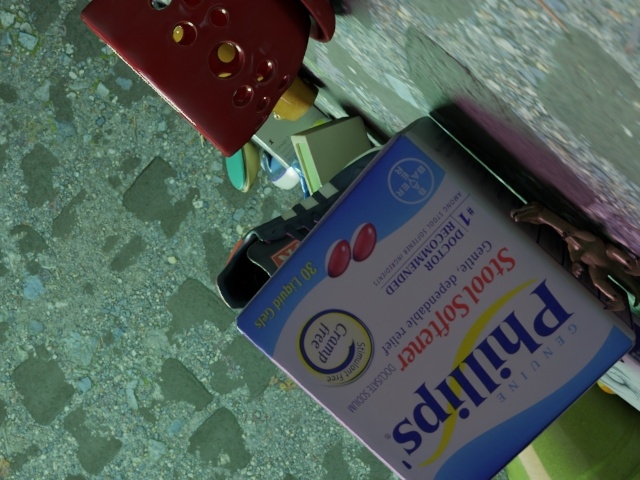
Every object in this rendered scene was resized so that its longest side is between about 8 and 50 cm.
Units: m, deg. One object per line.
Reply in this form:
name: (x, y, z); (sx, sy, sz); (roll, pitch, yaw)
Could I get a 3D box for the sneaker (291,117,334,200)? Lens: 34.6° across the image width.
sneaker: (0.041, -0.087, 1.675); (0.240, 0.126, 0.091); (44, 179, -28)

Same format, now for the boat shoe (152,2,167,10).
boat shoe: (-0.327, -0.432, 2.128); (0.088, 0.096, 0.267); (48, 168, -25)

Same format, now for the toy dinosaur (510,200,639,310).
toy dinosaur: (0.254, 0.017, 0.921); (0.183, 0.053, 0.092); (34, -161, -23)

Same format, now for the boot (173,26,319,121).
boot: (-0.095, -0.248, 1.391); (0.211, 0.104, 0.295); (37, -176, -5)

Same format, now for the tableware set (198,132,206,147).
tableware set: (-0.225, -0.271, 2.002); (0.020, 0.168, 0.141); (1, 152, 5)

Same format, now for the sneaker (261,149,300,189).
sneaker: (-0.126, -0.225, 1.920); (0.236, 0.130, 0.323); (39, -174, -17)

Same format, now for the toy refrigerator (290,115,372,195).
toy refrigerator: (0.044, -0.033, 1.450); (0.102, 0.094, 0.269); (-154, 44, -75)

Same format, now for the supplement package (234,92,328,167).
supplement package: (-0.086, -0.215, 1.699); (0.179, 0.105, 0.105); (41, 180, -5)

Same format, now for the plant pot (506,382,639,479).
plant pot: (0.376, 0.278, 1.707); (0.254, 0.276, 0.276); (54, 176, -13)

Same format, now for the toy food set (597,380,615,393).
toy food set: (0.454, 0.221, 1.534); (0.192, 0.038, 0.132); (42, 179, 2)

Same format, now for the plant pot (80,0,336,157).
plant pot: (-0.098, -0.202, 0.956); (0.191, 0.174, 0.191); (41, 179, 1)

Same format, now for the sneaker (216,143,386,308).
sneaker: (0.000, 0.000, 1.321); (0.131, 0.350, 0.148); (56, -142, 2)

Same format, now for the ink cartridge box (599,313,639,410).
ink cartridge box: (0.371, 0.166, 1.131); (0.223, 0.045, 0.224); (37, 172, 0)

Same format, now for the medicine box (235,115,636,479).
medicine box: (0.115, 0.070, 1.027); (0.289, 0.263, 0.149); (42, -162, 2)

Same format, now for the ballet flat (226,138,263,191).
ballet flat: (-0.136, -0.168, 1.784); (0.073, 0.080, 0.232); (-2, -138, -26)
